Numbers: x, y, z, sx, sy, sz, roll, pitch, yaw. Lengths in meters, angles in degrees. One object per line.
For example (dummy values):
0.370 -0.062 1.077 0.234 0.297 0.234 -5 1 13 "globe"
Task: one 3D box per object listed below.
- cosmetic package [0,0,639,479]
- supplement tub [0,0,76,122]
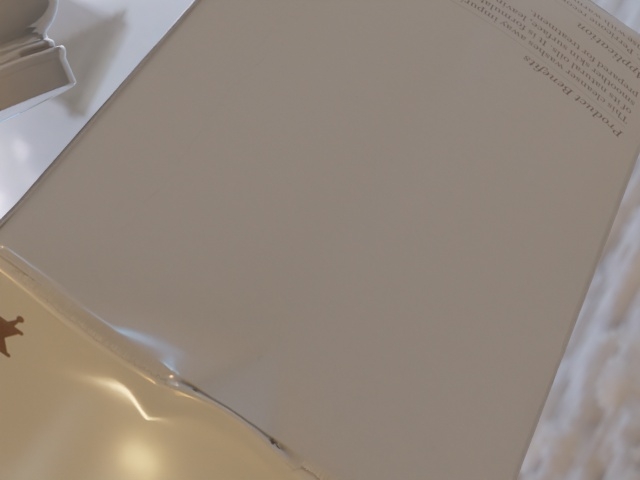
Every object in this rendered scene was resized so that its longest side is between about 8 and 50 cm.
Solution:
0.000 0.000 0.789 0.156 0.217 0.385 -54 2 42 "cosmetic package"
-0.213 -0.141 0.845 0.144 0.199 0.144 -24 5 2 "supplement tub"
